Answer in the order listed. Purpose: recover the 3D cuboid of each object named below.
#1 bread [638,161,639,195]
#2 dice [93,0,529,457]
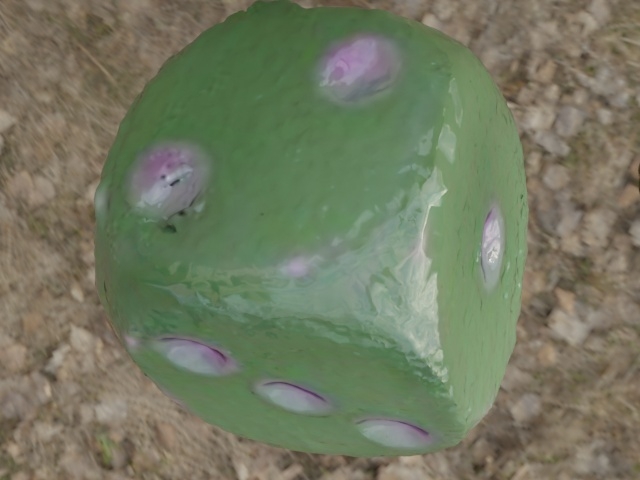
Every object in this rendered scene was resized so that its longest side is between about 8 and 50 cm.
[{"bbox_3d":[0.306,-0.043,1.194,0.094,0.157,0.083,42,79,0],"label":"bread"},{"bbox_3d":[0.000,0.000,1.316,0.322,0.330,0.318,63,36,-53],"label":"dice"}]
